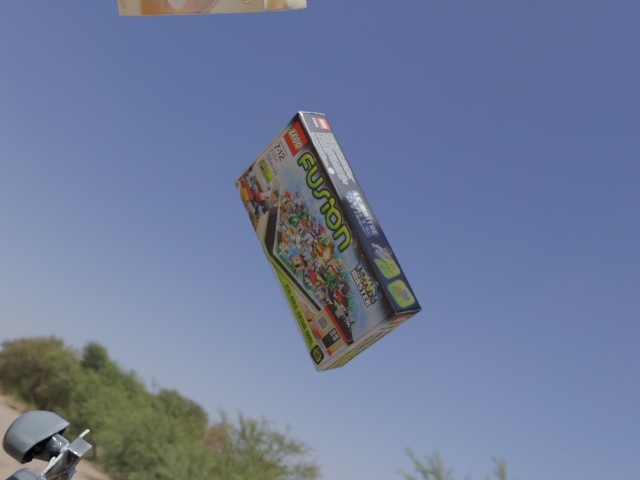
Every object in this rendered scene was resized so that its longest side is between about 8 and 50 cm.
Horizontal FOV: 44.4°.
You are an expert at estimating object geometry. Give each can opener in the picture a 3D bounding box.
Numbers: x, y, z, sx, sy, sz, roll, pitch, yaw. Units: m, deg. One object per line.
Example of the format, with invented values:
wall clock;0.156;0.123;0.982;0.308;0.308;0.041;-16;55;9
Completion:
can opener;-0.316;0.247;0.762;0.095;0.076;0.283;35;13;5

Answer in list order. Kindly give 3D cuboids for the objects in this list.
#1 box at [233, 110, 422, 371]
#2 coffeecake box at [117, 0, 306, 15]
box;0.000;0.000;0.710;0.036;0.207;0.114;-4;-30;-45
coffeecake box;-0.109;-0.284;0.727;0.185;0.068;0.143;9;-68;33
